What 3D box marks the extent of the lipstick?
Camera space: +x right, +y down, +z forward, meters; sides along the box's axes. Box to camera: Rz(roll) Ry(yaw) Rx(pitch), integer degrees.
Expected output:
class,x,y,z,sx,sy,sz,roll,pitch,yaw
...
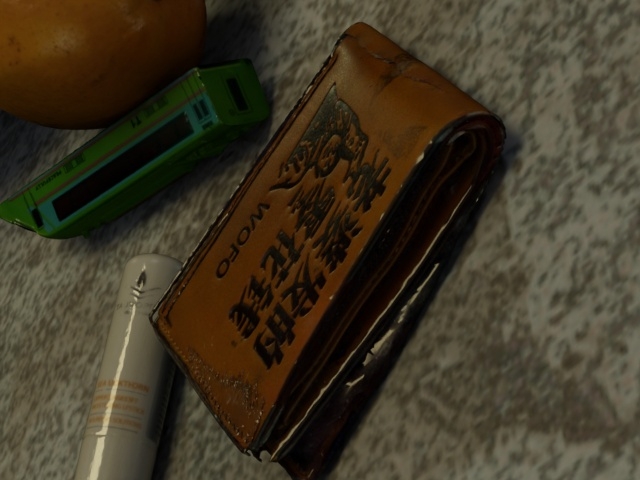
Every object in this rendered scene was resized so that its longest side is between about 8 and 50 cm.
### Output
class,x,y,z,sx,sy,sz,roll,pitch,yaw
lipstick,-0.097,0.075,0.991,0.040,0.040,0.141,-20,51,48

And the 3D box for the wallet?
class,x,y,z,sx,sy,sz,roll,pitch,yaw
wallet,-0.002,-0.001,0.908,0.195,0.042,0.161,-59,32,7

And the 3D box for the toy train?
class,x,y,z,sx,sy,sz,roll,pitch,yaw
toy train,-0.112,-0.039,1.087,0.209,0.044,0.042,-30,80,42

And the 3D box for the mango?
class,x,y,z,sx,sy,sz,roll,pitch,yaw
mango,-0.137,-0.110,1.089,0.102,0.141,0.217,66,161,0
